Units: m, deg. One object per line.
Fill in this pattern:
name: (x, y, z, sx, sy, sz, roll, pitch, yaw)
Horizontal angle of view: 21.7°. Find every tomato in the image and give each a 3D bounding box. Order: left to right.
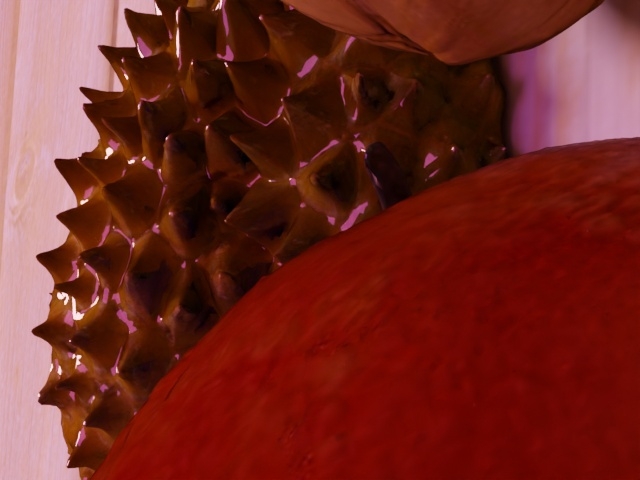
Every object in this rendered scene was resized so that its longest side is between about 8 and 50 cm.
tomato: (0.016, 0.112, 0.416, 0.309, 0.170, 0.309, -175, 90, -73)

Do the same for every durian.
durian: (-0.005, -0.002, 0.622, 0.186, 0.154, 0.260, -14, 78, 44)

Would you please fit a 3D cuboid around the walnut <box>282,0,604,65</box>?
walnut: (0.032, -0.144, 0.501, 0.144, 0.144, 0.180, -170, 90, -71)
